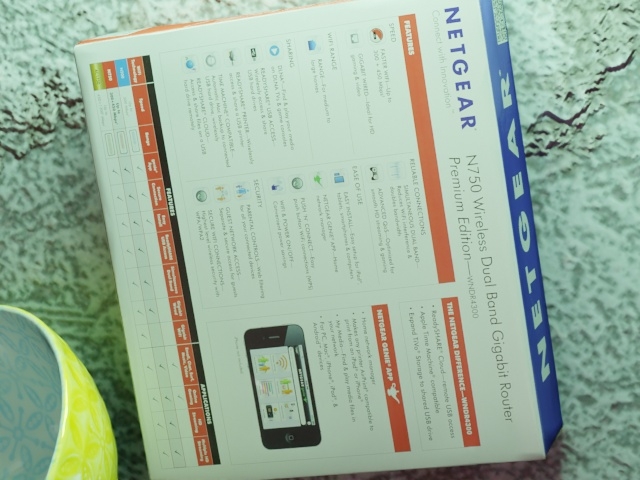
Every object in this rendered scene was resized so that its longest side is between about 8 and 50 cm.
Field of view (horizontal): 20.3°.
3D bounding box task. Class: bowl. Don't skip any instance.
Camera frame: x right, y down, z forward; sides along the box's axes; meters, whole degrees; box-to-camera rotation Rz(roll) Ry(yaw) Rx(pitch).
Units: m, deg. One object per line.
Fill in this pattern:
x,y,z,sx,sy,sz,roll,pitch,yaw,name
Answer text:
-0.248,0.208,1.343,0.289,0.289,0.156,-32,133,20,bowl

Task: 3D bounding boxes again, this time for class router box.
0.000,0.000,1.283,0.301,0.082,0.335,-6,99,18,router box
